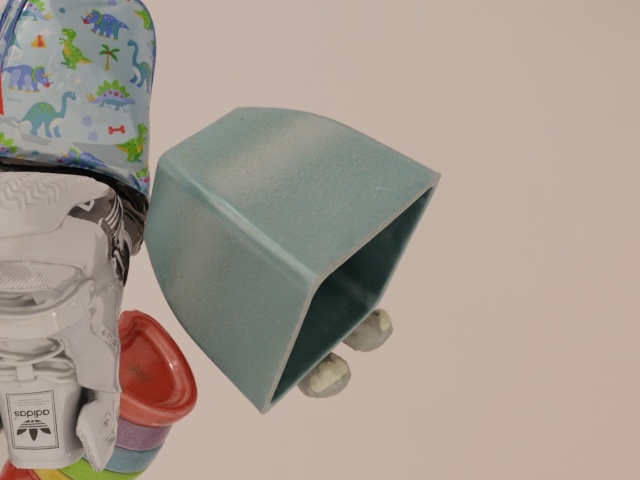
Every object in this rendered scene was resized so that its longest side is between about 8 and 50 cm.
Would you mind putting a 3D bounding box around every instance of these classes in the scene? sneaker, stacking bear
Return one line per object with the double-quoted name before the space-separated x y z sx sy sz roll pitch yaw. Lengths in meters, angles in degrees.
"sneaker" -0.217 0.072 0.772 0.138 0.366 0.210 1 -99 -3
"stacking bear" -0.293 0.248 1.241 0.164 0.175 0.289 46 -68 16

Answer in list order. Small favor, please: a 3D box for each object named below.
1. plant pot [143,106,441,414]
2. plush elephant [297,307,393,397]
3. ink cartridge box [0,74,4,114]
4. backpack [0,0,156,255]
"plant pot" -0.061 -0.009 1.163 0.252 0.247 0.247 36 -42 15
"plush elephant" 0.000 0.000 1.384 0.330 0.272 0.255 41 -68 15
"ink cartridge box" -0.432 -0.192 0.998 0.225 0.056 0.181 20 -31 -3
"backpack" -0.355 -0.192 1.406 0.290 0.355 0.273 14 -38 -20
